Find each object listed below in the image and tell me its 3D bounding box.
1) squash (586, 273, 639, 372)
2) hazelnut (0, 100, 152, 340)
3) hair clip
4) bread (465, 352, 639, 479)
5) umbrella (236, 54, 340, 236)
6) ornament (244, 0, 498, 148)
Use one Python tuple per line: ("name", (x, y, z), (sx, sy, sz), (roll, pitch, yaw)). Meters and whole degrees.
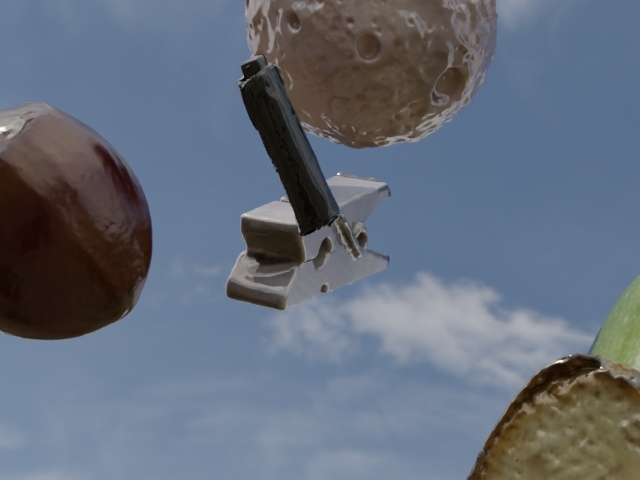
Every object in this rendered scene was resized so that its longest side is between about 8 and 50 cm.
("squash", (0.370, 0.144, 1.129), (0.310, 0.309, 0.310), (16, -45, 17))
("hazelnut", (-0.240, -0.006, 1.100), (0.208, 0.208, 0.208), (11, -35, 8))
("hair clip", (-0.004, -0.001, 1.289), (0.085, 0.331, 0.101), (15, -78, 17))
("bread", (0.114, 0.121, 0.506), (0.126, 0.129, 0.044), (30, -5, 10))
("umbrella", (-0.024, -0.066, 0.905), (0.031, 0.036, 0.133), (-19, -78, 22))
("ornament", (0.047, -0.211, 1.300), (0.259, 0.259, 0.225), (15, -61, 2))
